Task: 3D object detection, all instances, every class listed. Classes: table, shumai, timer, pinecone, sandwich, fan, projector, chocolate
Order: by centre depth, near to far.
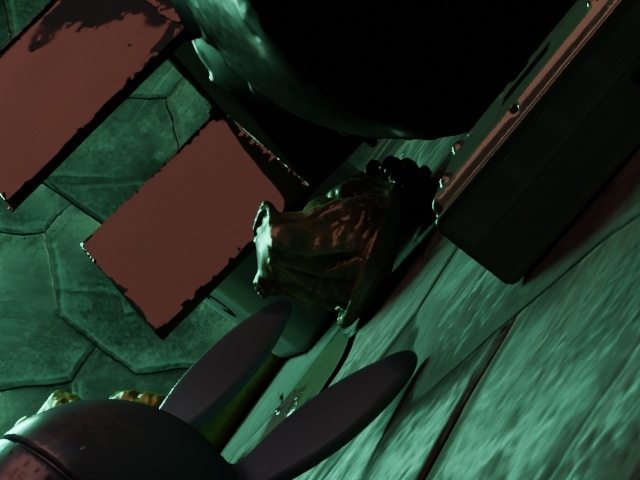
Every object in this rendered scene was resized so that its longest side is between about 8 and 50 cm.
[{"bbox_3d":[0.121,-0.064,0.686,0.147,0.061,0.115,-51,1,21],"label":"projector"},{"bbox_3d":[-0.077,0.148,0.753,0.255,0.175,0.175,-19,-22,-39],"label":"timer"},{"bbox_3d":[0.073,-0.217,0.982,0.384,0.383,0.331,-53,20,12],"label":"chocolate"},{"bbox_3d":[0.000,0.002,1.158,0.145,0.116,0.146,-166,90,-81],"label":"shumai"},{"bbox_3d":[-0.035,0.147,1.214,0.182,0.010,0.310,-54,3,-4],"label":"fan"},{"bbox_3d":[0.067,-0.041,1.229,0.083,0.077,0.077,-32,18,52],"label":"pinecone"},{"bbox_3d":[-0.149,-0.104,1.291,0.282,0.196,0.250,-45,-43,-4],"label":"table"},{"bbox_3d":[-0.050,-0.006,1.509,0.192,0.195,0.194,-54,3,-11],"label":"timer"},{"bbox_3d":[-0.104,0.176,1.624,0.245,0.063,0.212,-52,6,37],"label":"sandwich"}]

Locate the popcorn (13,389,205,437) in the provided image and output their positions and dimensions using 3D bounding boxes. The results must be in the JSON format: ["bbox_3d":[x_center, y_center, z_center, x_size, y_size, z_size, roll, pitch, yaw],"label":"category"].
[{"bbox_3d":[-0.192,0.233,1.333,0.187,0.167,0.186,-16,-46,-30],"label":"popcorn"}]
